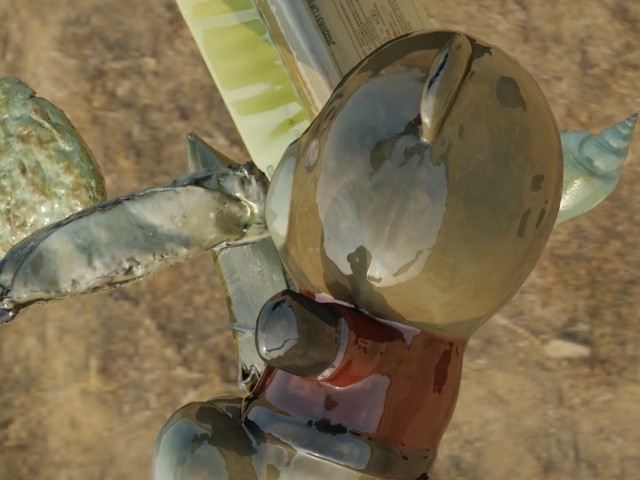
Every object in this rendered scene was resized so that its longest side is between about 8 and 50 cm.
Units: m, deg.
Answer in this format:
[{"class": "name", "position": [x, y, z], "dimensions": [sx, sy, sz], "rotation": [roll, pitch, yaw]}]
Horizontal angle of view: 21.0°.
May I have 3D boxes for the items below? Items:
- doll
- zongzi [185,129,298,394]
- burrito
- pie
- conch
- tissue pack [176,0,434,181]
[{"class": "doll", "position": [0.033, 0.038, 0.998], "dimensions": [0.174, 0.235, 0.329], "rotation": [23, 92, 14]}, {"class": "zongzi", "position": [0.000, 0.000, 1.656], "dimensions": [0.251, 0.125, 0.274], "rotation": [-14, 96, 35]}, {"class": "burrito", "position": [-0.139, 0.003, 1.217], "dimensions": [0.230, 0.063, 0.058], "rotation": [-17, 65, -1]}, {"class": "pie", "position": [-0.329, -0.076, 1.912], "dimensions": [0.248, 0.090, 0.201], "rotation": [43, 117, 20]}, {"class": "conch", "position": [0.268, -0.077, 1.812], "dimensions": [0.088, 0.065, 0.180], "rotation": [48, 115, 12]}, {"class": "tissue pack", "position": [0.003, -0.150, 1.360], "dimensions": [0.125, 0.159, 0.234], "rotation": [-20, 98, 41]}]
